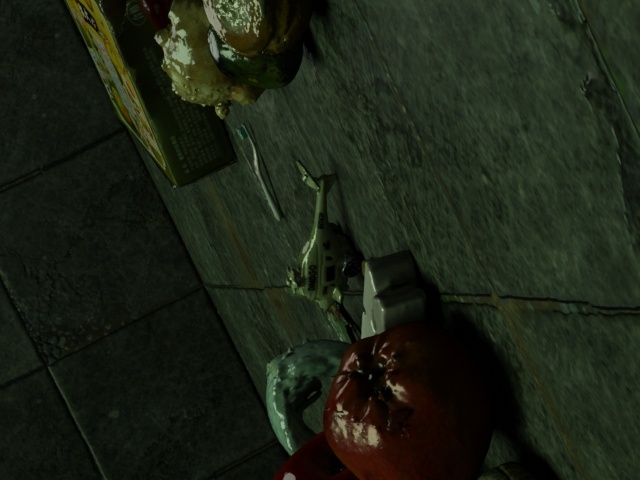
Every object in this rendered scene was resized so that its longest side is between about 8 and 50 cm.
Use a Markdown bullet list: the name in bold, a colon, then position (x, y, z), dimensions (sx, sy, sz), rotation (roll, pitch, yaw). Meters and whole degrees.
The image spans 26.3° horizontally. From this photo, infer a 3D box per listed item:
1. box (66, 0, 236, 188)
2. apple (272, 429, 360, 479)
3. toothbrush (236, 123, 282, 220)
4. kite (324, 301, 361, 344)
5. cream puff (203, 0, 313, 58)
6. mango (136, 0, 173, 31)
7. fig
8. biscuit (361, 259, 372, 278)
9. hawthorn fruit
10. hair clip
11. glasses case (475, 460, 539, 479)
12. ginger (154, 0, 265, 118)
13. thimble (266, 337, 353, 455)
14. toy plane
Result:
- **box**: position (-0.337, -0.353, 2.557), dimensions (0.373, 0.138, 0.420), rotation (48, 162, 52)
- **apple**: position (0.049, 0.393, 1.966), dimensions (0.260, 0.260, 0.216), rotation (37, 149, 65)
- **toothbrush**: position (-0.100, -0.115, 2.339), dimensions (0.017, 0.022, 0.204), rotation (52, 167, 54)
- **kite**: position (0.023, 0.112, 2.318), dimensions (0.268, 0.013, 0.323), rotation (49, 164, 55)
- **cream puff**: position (-0.066, -0.280, 1.594), dimensions (0.144, 0.103, 0.126), rotation (22, 125, 48)
- **mango**: position (-0.208, -0.352, 2.038), dimensions (0.133, 0.111, 0.267), rotation (41, 168, 43)
- **fig**: position (-0.076, -0.273, 1.720), dimensions (0.123, 0.123, 0.156), rotation (116, 165, -76)
- **biscuit**: position (0.088, 0.060, 1.899), dimensions (0.071, 0.018, 0.147), rotation (63, 169, -7)
- **hawthorn fruit**: position (0.123, 0.233, 1.696), dimensions (0.211, 0.211, 0.299), rotation (50, 169, 48)
- **hair clip**: position (0.097, 0.148, 1.834), dimensions (0.331, 0.085, 0.101), rotation (84, 170, -53)
- **glasses case**: position (0.237, 0.388, 1.770), dimensions (0.156, 0.098, 0.425), rotation (62, 169, 16)
- **ginger**: position (-0.154, -0.261, 1.969), dimensions (0.216, 0.157, 0.102), rotation (83, -169, -46)
- **thimble**: position (0.021, 0.263, 2.176), dimensions (0.250, 0.205, 0.172), rotation (35, 177, -7)
- **toy plane**: position (0.000, 0.000, 1.975), dimensions (0.092, 0.108, 0.286), rotation (56, 154, 38)
